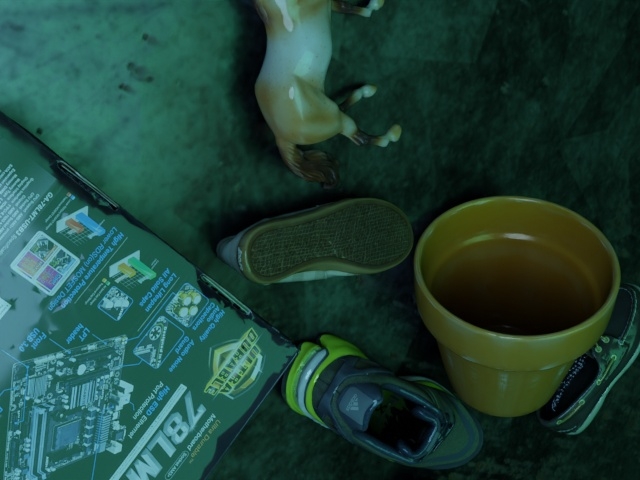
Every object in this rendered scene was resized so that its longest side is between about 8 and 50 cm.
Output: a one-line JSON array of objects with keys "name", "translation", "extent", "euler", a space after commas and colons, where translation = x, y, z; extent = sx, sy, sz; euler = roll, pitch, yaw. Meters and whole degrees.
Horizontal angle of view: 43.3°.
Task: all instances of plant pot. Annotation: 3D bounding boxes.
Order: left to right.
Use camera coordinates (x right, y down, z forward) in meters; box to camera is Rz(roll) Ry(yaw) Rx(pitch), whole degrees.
[{"name": "plant pot", "translation": [0.204, 0.087, 0.882], "extent": [0.205, 0.205, 0.188], "euler": [-31, 139, -24]}]

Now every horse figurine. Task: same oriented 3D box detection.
[{"name": "horse figurine", "translation": [-0.003, -0.161, 0.700], "extent": [0.174, 0.066, 0.264], "euler": [-14, 113, -39]}]

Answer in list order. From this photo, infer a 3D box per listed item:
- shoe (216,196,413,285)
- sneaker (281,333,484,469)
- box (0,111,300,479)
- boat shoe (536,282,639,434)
[{"name": "shoe", "translation": [0.000, 0.000, 0.777], "extent": [0.219, 0.058, 0.077], "euler": [-6, 91, -39]}, {"name": "sneaker", "translation": [0.092, 0.202, 0.874], "extent": [0.299, 0.121, 0.111], "euler": [28, 90, -40]}, {"name": "box", "translation": [-0.212, 0.109, 0.593], "extent": [0.293, 0.073, 0.296], "euler": [41, 80, -23]}, {"name": "boat shoe", "translation": [0.367, 0.158, 1.090], "extent": [0.068, 0.081, 0.228], "euler": [21, 97, -44]}]
